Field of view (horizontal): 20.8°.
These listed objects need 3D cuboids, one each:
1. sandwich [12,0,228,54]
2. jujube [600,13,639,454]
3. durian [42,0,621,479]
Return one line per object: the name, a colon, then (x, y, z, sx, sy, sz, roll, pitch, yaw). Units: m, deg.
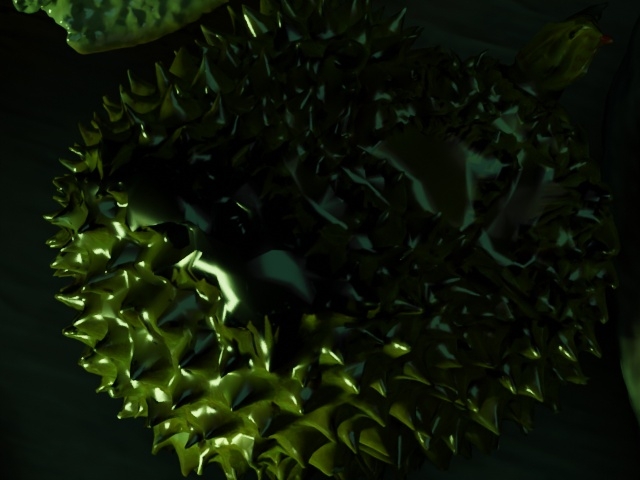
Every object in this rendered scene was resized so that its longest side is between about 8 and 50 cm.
sandwich: (-0.030, -0.179, 0.656, 0.094, 0.096, 0.258, 49, 55, -33)
jujube: (0.227, 0.015, 0.634, 0.247, 0.215, 0.308, -18, 86, -5)
durian: (0.000, 0.000, 0.626, 0.237, 0.138, 0.193, -46, 73, 28)
